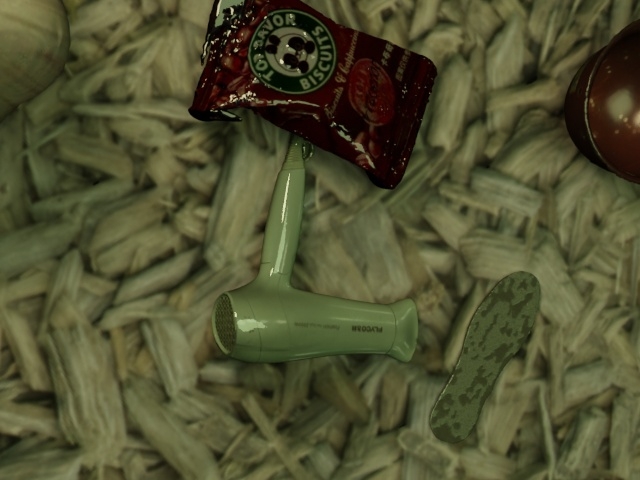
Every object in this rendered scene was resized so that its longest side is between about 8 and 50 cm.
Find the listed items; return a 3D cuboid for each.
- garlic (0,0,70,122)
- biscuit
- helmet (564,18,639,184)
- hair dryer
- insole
[{"bbox_3d":[-0.359,-0.193,1.240,0.317,0.259,0.317,-2,98,-16],"label":"garlic"},{"bbox_3d":[-0.004,-0.148,1.467,0.235,0.063,0.151,21,68,-15],"label":"biscuit"},{"bbox_3d":[0.309,-0.142,1.557,0.155,0.106,0.175,30,83,-21],"label":"helmet"},{"bbox_3d":[0.000,0.000,1.498,0.206,0.075,0.237,1,87,-26],"label":"hair dryer"},{"bbox_3d":[0.168,0.118,1.586,0.065,0.006,0.193,29,86,-20],"label":"insole"}]
